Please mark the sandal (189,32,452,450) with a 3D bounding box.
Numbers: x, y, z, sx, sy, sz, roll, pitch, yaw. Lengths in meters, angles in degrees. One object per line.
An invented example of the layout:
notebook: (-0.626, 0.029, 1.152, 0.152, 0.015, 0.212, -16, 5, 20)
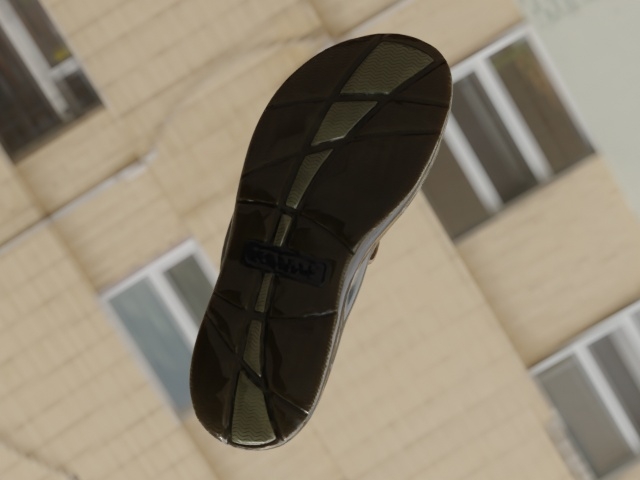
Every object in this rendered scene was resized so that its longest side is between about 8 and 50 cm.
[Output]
sandal: (0.000, 0.000, 0.895, 0.060, 0.090, 0.219, 28, 79, -79)
